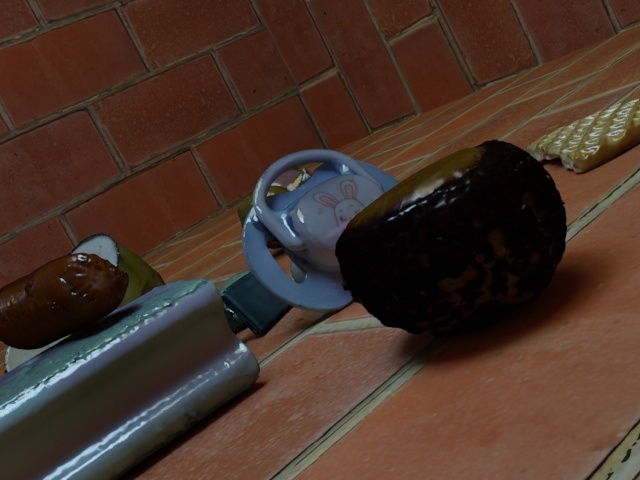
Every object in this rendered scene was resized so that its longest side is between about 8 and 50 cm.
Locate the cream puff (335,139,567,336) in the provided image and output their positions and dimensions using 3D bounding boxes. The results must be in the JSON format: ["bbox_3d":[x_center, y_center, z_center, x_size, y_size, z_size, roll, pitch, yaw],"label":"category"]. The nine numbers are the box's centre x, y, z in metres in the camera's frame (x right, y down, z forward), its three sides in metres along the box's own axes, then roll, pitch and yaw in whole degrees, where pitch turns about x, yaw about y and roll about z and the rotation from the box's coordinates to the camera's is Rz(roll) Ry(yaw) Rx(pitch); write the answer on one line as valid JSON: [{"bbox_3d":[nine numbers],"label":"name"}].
[{"bbox_3d":[0.137,0.004,0.900,0.239,0.165,0.239,-31,7,4],"label":"cream puff"}]

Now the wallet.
[{"bbox_3d":[-0.099,0.093,1.365,0.026,0.088,0.129,-50,-6,29],"label":"wallet"}]

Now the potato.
[{"bbox_3d":[-0.386,0.163,1.545,0.300,0.196,0.246,-52,39,-5],"label":"potato"}]

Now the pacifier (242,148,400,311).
[{"bbox_3d":[0.000,0.000,1.323,0.287,0.238,0.226,-35,-17,-31],"label":"pacifier"}]

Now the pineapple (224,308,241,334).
[{"bbox_3d":[-0.259,0.166,1.319,0.277,0.119,0.130,-29,22,12],"label":"pineapple"}]

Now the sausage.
[{"bbox_3d":[-0.357,0.084,1.153,0.102,0.102,0.330,-34,8,-39],"label":"sausage"}]

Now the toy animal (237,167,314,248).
[{"bbox_3d":[-0.086,-0.069,2.013,0.281,0.169,0.195,-57,-13,-63],"label":"toy animal"}]

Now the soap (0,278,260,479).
[{"bbox_3d":[-0.320,0.222,1.052,0.446,0.156,0.261,-33,10,-30],"label":"soap"}]

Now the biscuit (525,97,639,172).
[{"bbox_3d":[0.450,-0.178,1.428,0.204,0.040,0.309,-27,9,3],"label":"biscuit"}]

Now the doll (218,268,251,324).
[{"bbox_3d":[-0.126,0.091,1.488,0.103,0.072,0.214,-24,13,26],"label":"doll"}]
